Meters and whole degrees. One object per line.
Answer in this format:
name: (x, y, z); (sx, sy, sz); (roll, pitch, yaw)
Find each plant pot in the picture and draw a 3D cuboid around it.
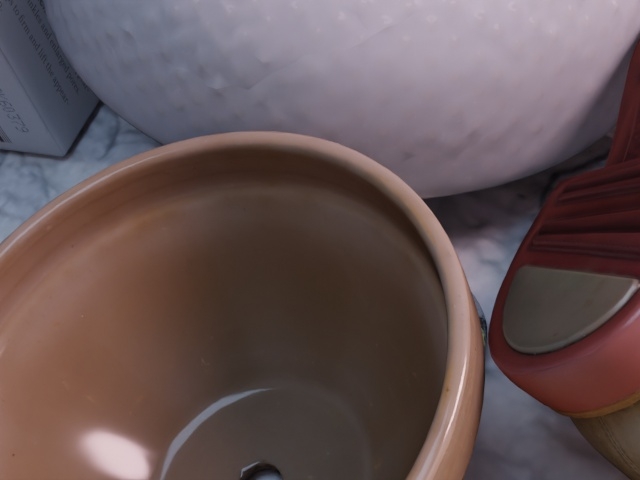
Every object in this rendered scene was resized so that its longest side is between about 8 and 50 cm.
plant pot: (-0.042, 0.079, 0.552); (0.237, 0.110, 0.237); (-11, 50, 14)

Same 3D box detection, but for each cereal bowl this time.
cereal bowl: (0.024, -0.187, 0.670); (0.338, 0.141, 0.339); (3, 49, -4)

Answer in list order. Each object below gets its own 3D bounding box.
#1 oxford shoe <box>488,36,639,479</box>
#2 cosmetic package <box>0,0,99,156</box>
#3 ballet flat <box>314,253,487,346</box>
oxford shoe: (0.200, -0.040, 0.568); (0.348, 0.130, 0.123); (-52, 20, -22)
cosmetic package: (-0.198, -0.170, 0.804); (0.151, 0.151, 0.184); (7, 54, 25)
ballet flat: (0.000, 0.000, 0.640); (0.070, 0.070, 0.188); (-43, 49, -17)
